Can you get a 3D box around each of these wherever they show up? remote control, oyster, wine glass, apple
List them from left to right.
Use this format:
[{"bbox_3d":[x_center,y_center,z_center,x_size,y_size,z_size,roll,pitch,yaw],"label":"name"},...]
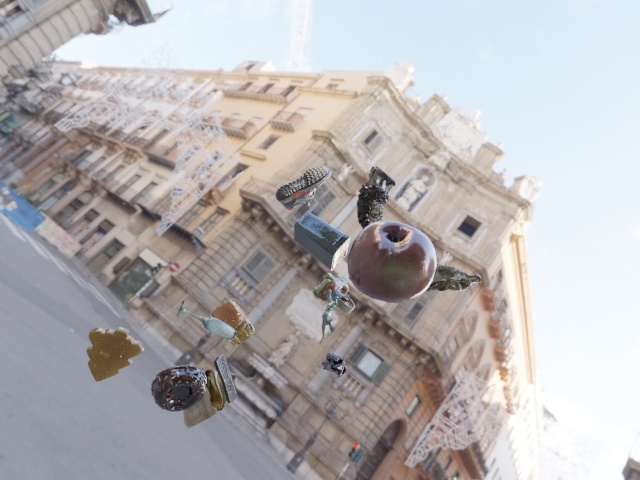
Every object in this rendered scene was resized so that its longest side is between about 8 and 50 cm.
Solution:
[{"bbox_3d":[-0.468,0.339,1.753,0.262,0.074,0.074,34,-16,-23],"label":"wine glass"},{"bbox_3d":[-0.399,0.582,1.776,0.028,0.059,0.212,-7,-76,29],"label":"remote control"},{"bbox_3d":[0.236,0.066,1.427,0.305,0.305,0.235,28,-42,33],"label":"apple"},{"bbox_3d":[0.463,0.181,1.820,0.395,0.204,0.111,-1,-73,42],"label":"oyster"}]

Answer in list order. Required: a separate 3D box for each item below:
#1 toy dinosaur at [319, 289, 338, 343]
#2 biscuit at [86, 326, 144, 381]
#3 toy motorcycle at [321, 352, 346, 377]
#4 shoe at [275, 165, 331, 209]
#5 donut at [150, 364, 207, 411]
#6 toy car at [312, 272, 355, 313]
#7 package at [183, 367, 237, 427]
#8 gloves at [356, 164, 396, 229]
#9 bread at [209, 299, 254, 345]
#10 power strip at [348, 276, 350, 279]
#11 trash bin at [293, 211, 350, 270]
[{"bbox_3d":[0.031,0.382,2.071,0.053,0.242,0.167,13,13,-23],"label":"toy dinosaur"},{"bbox_3d":[-0.831,0.450,1.669,0.212,0.239,0.041,27,6,-22],"label":"biscuit"},{"bbox_3d":[0.071,0.561,1.917,0.118,0.084,0.213,22,-27,4],"label":"toy motorcycle"},{"bbox_3d":[-0.071,-0.267,2.322,0.132,0.336,0.171,55,-6,44],"label":"shoe"},{"bbox_3d":[-0.592,0.630,1.777,0.235,0.235,0.089,58,0,-37],"label":"donut"},{"bbox_3d":[0.095,0.304,2.312,0.235,0.145,0.235,38,13,-10],"label":"toy car"},{"bbox_3d":[-0.575,0.739,2.034,0.165,0.221,0.311,37,-48,-16],"label":"package"},{"bbox_3d":[0.257,-0.193,2.063,0.135,0.313,0.210,23,-5,24],"label":"gloves"},{"bbox_3d":[-0.420,0.384,2.004,0.241,0.136,0.107,34,-28,49],"label":"bread"},{"bbox_3d":[0.143,0.142,1.686,0.040,0.090,0.016,45,-55,5],"label":"power strip"},{"bbox_3d":[0.000,0.000,1.943,0.240,0.122,0.164,35,-30,19],"label":"trash bin"}]
